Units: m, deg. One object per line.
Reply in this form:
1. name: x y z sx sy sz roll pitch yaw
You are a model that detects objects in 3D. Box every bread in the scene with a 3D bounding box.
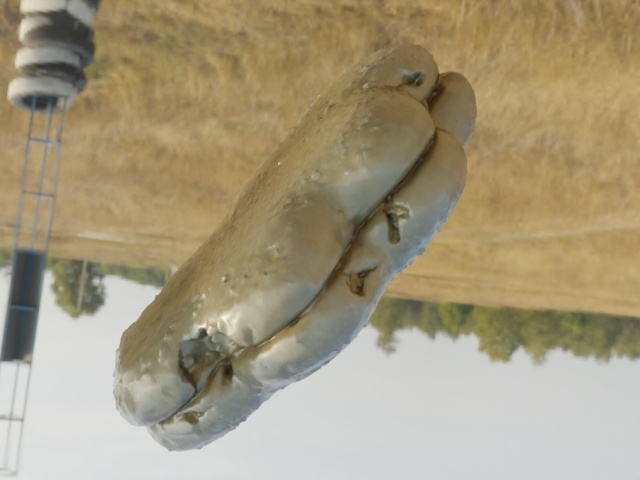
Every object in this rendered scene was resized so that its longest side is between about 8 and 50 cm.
1. bread: -0.005 -0.003 0.612 0.102 0.337 0.183 42 165 -12
